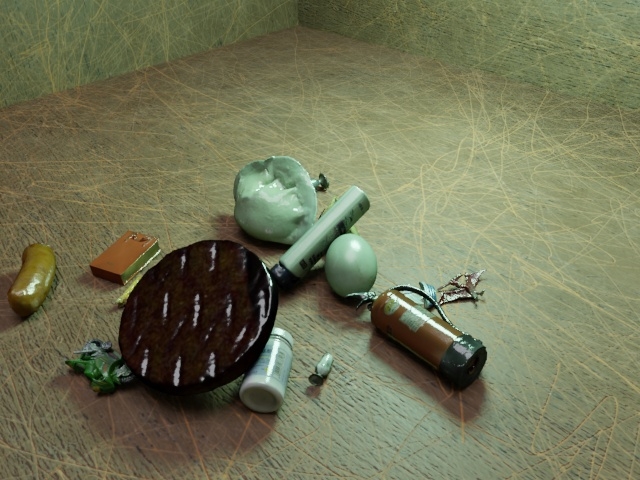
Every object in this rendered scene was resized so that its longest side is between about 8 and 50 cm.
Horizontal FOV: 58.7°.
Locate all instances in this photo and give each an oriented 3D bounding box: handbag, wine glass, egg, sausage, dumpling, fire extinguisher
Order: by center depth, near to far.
[{"bbox_3d":[0.003,0.311,1.377,0.039,0.042,0.083,41,37,-6],"label":"wine glass"},{"bbox_3d":[0.253,0.217,1.453,0.376,0.113,0.200,32,20,37],"label":"fire extinguisher"},{"bbox_3d":[0.086,0.071,1.603,0.149,0.149,0.193,-1,57,1],"label":"egg"},{"bbox_3d":[-0.831,0.112,1.648,0.108,0.109,0.271,-7,35,-7],"label":"sausage"},{"bbox_3d":[-0.598,0.049,1.759,0.127,0.063,0.190,14,41,22],"label":"handbag"},{"bbox_3d":[-0.156,-0.120,1.868,0.320,0.212,0.270,16,74,4],"label":"dumpling"},{"bbox_3d":[-0.049,-0.196,2.070,0.155,0.072,0.072,-20,39,-24],"label":"wine glass"}]

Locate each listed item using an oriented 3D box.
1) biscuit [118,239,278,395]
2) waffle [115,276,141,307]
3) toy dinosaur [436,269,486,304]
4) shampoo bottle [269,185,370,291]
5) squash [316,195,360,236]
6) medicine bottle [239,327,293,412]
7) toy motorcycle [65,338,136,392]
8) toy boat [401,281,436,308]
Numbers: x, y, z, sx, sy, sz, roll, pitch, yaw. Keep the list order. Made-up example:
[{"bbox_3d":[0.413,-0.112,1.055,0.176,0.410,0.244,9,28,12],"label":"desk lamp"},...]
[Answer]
[{"bbox_3d":[-0.291,0.182,1.380,0.406,0.091,0.408,-9,52,11],"label":"biscuit"},{"bbox_3d":[-0.466,0.160,1.615,0.190,0.032,0.125,8,35,17],"label":"waffle"},{"bbox_3d":[0.403,0.136,1.608,0.220,0.032,0.108,-29,46,-30],"label":"toy dinosaur"},{"bbox_3d":[0.000,0.000,1.666,0.078,0.134,0.359,40,77,19],"label":"shampoo bottle"},{"bbox_3d":[0.105,-0.015,1.773,0.252,0.093,0.170,28,84,36],"label":"squash"},{"bbox_3d":[-0.121,0.300,1.338,0.102,0.103,0.187,3,36,7],"label":"medicine bottle"},{"bbox_3d":[-0.530,0.310,1.382,0.190,0.074,0.106,23,50,31],"label":"toy motorcycle"},{"bbox_3d":[0.256,0.159,1.579,0.149,0.034,0.105,-15,36,-18],"label":"toy boat"}]
